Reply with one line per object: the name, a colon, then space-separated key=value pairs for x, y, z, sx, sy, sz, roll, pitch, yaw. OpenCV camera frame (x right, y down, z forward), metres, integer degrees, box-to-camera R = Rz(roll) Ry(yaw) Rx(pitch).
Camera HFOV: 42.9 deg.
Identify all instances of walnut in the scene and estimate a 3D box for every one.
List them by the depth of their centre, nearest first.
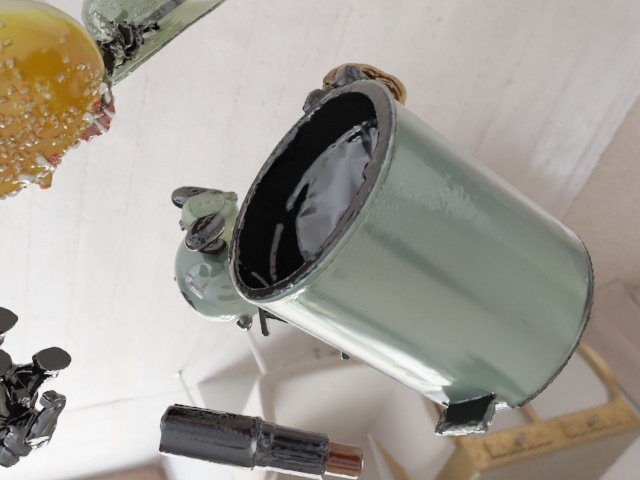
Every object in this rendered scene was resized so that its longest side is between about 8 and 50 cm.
walnut: x=0.100 y=-0.316 z=1.880 sx=0.167 sy=0.211 sz=0.087 roll=-55 pitch=157 yaw=-22

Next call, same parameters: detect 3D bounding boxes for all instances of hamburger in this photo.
hamburger: x=-0.374 y=-0.142 z=0.893 sx=0.295 sy=0.151 sz=0.227 roll=-35 pitch=149 yaw=-5

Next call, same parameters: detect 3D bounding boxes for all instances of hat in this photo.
hat: x=-0.276 y=-0.334 z=1.207 sx=0.257 sy=0.257 sz=0.130 roll=-36 pitch=107 yaw=6

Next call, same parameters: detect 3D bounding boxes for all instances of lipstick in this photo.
lipstick: x=-0.084 y=0.295 z=1.175 sx=0.299 sy=0.081 sz=0.081 roll=9 pitch=134 yaw=0

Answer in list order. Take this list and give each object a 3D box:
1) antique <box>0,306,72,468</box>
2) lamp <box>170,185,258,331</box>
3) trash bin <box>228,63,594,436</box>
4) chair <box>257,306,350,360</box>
antique: x=-0.638 y=0.283 z=1.579 sx=0.185 sy=0.322 sz=0.255 roll=-39 pitch=157 yaw=-60
lamp: x=-0.170 y=0.028 z=1.387 sx=0.197 sy=0.198 sz=0.244 roll=-25 pitch=133 yaw=-8
trash bin: x=0.083 y=0.014 z=0.749 sx=0.262 sy=0.277 sz=0.217 roll=30 pitch=146 yaw=-27
chair: x=0.000 y=0.000 z=0.995 sx=0.154 sy=0.141 sz=0.260 roll=-58 pitch=153 yaw=-43
